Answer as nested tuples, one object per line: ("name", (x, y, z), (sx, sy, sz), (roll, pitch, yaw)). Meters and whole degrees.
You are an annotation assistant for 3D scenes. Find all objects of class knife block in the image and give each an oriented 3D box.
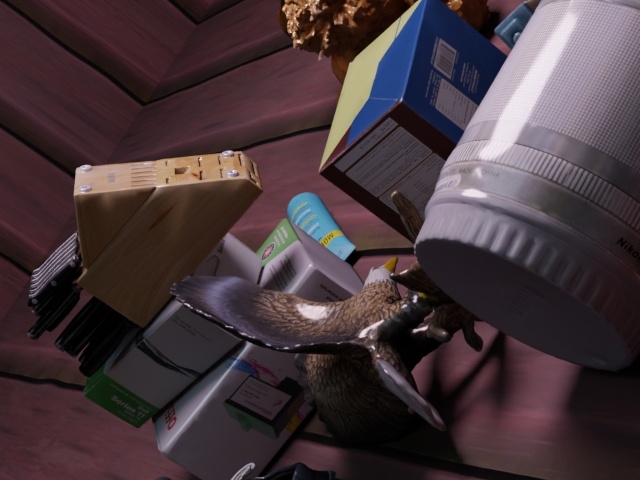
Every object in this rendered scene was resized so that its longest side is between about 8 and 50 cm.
("knife block", (-0.196, 0.035, 1.685), (0.088, 0.276, 0.242), (-106, 11, -65))

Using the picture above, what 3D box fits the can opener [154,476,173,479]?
("can opener", (-0.194, 0.346, 1.726), (0.076, 0.095, 0.283), (-51, 19, 6))

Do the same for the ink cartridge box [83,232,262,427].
("ink cartridge box", (-0.170, 0.097, 1.746), (0.208, 0.087, 0.153), (-41, 23, 34))

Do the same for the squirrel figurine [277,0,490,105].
("squirrel figurine", (0.023, -0.368, 2.032), (0.281, 0.370, 0.397), (-53, 19, 1))

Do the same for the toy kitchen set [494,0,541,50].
("toy kitchen set", (0.285, -0.198, 1.370), (0.207, 0.166, 0.122), (-43, -1, 29))

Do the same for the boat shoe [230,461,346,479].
("boat shoe", (-0.065, 0.282, 1.551), (0.254, 0.079, 0.095), (-26, 33, 54))

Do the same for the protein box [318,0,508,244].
("protein box", (0.132, -0.110, 1.577), (0.136, 0.201, 0.200), (-39, 24, 37))

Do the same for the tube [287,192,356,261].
("tube", (0.000, 0.000, 1.958), (0.080, 0.052, 0.207), (-56, 23, 14))

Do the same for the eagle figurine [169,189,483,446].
("eagle figurine", (0.025, 0.094, 1.478), (0.298, 0.226, 0.225), (-22, -4, 30))

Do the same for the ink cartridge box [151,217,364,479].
("ink cartridge box", (-0.070, 0.135, 1.762), (0.278, 0.117, 0.201), (-51, 18, 7))

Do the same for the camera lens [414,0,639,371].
("camera lens", (0.227, -0.061, 1.230), (0.274, 0.219, 0.219), (-59, 19, -15))
